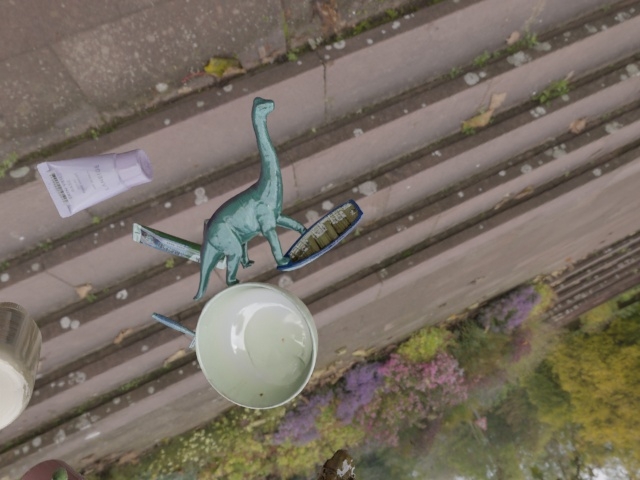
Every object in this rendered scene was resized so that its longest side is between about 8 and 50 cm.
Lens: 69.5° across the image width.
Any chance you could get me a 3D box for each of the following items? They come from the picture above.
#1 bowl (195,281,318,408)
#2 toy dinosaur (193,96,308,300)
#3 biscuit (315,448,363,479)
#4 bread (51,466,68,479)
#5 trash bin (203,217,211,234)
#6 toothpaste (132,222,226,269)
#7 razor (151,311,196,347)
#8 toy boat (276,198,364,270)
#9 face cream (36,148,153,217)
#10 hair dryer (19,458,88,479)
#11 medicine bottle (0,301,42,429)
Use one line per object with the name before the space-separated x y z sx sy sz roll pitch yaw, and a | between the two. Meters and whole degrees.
bowl | -0.126 0.220 1.041 0.277 0.277 0.145 -33 174 15
toy dinosaur | -0.200 -0.081 1.008 0.384 0.330 0.129 -27 -163 5
biscuit | 0.006 0.457 0.669 0.268 0.115 0.366 -49 173 -18
bread | -0.470 0.485 0.738 0.034 0.228 0.228 29 134 -18
trash bin | -0.320 -0.034 1.537 0.130 0.059 0.116 -12 152 -24
toothpaste | -0.482 0.030 1.656 0.392 0.061 0.098 18 136 -8
razor | -0.383 0.225 1.222 0.068 0.135 0.040 -59 -173 28
toy boat | 0.000 0.000 1.019 0.229 0.080 0.046 -40 147 9
face cream | -0.594 -0.167 1.227 0.274 0.154 0.096 -16 -157 2
hair dryer | -0.514 0.632 1.090 0.125 0.210 0.352 -64 146 -20
medicine bottle | -0.442 0.151 0.622 0.114 0.114 0.252 -20 -160 -21
